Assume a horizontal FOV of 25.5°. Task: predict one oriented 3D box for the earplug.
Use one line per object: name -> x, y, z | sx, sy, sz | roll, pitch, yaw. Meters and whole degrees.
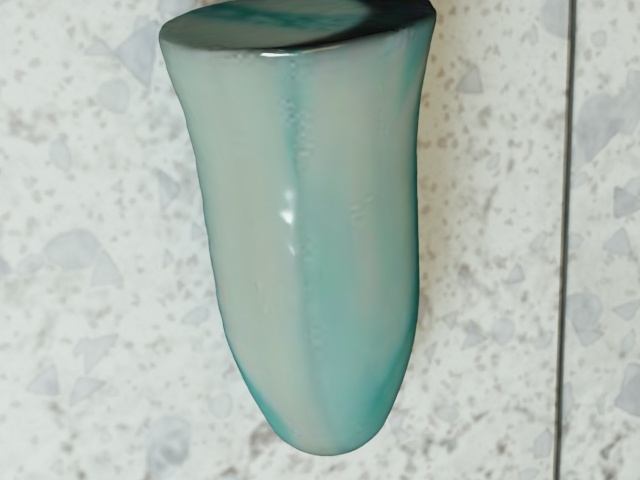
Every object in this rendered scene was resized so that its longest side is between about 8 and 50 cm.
earplug -> 0.000, 0.000, 0.989 | 0.185, 0.185, 0.324 | -13, 112, -18
